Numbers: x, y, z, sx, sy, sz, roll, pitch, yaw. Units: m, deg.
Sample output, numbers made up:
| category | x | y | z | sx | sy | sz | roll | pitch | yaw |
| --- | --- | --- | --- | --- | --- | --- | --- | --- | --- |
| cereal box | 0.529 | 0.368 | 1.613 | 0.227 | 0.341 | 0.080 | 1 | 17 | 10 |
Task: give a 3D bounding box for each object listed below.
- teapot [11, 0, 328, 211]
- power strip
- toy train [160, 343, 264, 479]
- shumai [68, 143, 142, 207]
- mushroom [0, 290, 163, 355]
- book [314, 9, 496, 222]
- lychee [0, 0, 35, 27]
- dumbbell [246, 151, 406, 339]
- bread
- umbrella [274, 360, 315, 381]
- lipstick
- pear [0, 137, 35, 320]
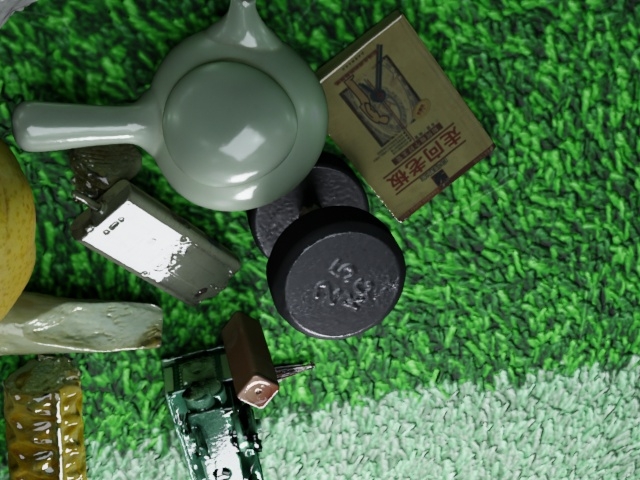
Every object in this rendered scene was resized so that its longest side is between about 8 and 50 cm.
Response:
| category | x | y | z | sx | sy | sz | roll | pitch | yaw |
| --- | --- | --- | --- | --- | --- | --- | --- | --- | --- |
| teapot | -0.149 | -0.115 | 1.108 | 0.318 | 0.149 | 0.219 | -27 | 95 | 4 |
| power strip | -0.202 | 0.002 | 1.200 | 0.092 | 0.034 | 0.268 | -39 | 140 | 11 |
| toy train | -0.130 | 0.278 | 1.354 | 0.115 | 0.154 | 0.269 | -14 | 121 | -4 |
| shumai | -0.258 | -0.081 | 1.179 | 0.083 | 0.082 | 0.080 | -8 | 161 | -28 |
| mushroom | -0.359 | 0.101 | 1.230 | 0.333 | 0.107 | 0.087 | 3 | 86 | -14 |
| book | 0.095 | -0.147 | 1.235 | 0.161 | 0.026 | 0.231 | -38 | 121 | 7 |
| lychee | -0.375 | -0.324 | 0.817 | 0.380 | 0.380 | 0.432 | 29 | 129 | -26 |
| dumbbell | 0.000 | 0.000 | 1.187 | 0.153 | 0.218 | 0.152 | -6 | 119 | -11 |
| bread | -0.364 | 0.281 | 1.339 | 0.087 | 0.098 | 0.269 | 19 | 123 | 24 |
| umbrella | -0.047 | 0.184 | 1.401 | 0.083 | 0.020 | 0.031 | -18 | 123 | -9 |
| lipstick | -0.092 | 0.153 | 1.295 | 0.045 | 0.145 | 0.045 | 29 | 108 | -26 |
| pear | -0.450 | -0.006 | 1.035 | 0.315 | 0.314 | 0.314 | -6 | 121 | -10 |
